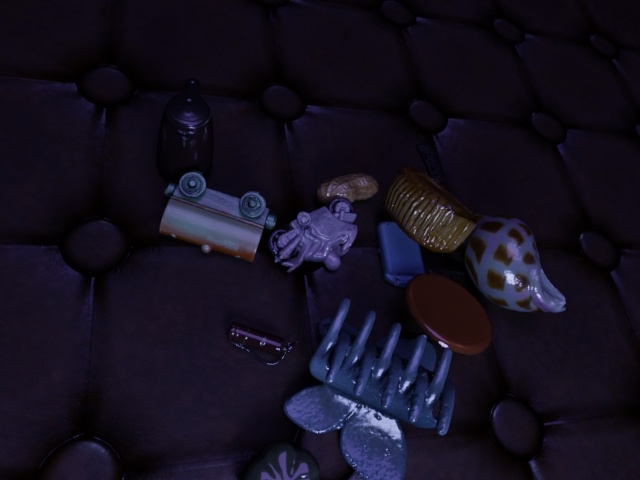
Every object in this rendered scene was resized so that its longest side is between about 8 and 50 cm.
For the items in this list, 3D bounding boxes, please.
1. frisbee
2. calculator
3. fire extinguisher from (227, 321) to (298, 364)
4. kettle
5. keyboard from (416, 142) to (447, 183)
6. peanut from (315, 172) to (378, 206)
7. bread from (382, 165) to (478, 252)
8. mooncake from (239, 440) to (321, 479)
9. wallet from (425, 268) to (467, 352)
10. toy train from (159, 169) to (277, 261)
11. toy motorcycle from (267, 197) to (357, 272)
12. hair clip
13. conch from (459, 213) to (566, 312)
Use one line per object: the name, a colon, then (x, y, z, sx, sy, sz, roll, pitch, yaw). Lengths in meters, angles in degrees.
frisbee: (0.323, 0.177, 1.298, 0.250, 0.021, 0.251, 17, 39, -15)
calculator: (0.220, 0.029, 1.427, 0.120, 0.039, 0.211, 4, 60, -19)
fire extinguisher: (-0.138, 0.239, 1.195, 0.157, 0.045, 0.078, 20, 86, -8)
kettle: (-0.328, -0.274, 1.302, 0.143, 0.232, 0.202, 12, 58, -12)
keyboard: (0.352, -0.243, 1.638, 0.053, 0.010, 0.155, -9, 65, -24)
peanut: (0.078, -0.143, 1.446, 0.194, 0.093, 0.083, -14, 106, -22)
bread: (0.288, -0.084, 1.405, 0.227, 0.143, 0.253, 6, 32, -40)
mooncake: (-0.076, 0.492, 1.039, 0.174, 0.104, 0.169, 12, 65, -7)
wallet: (0.351, 0.186, 1.380, 0.124, 0.042, 0.230, 4, 56, -16)
toy train: (-0.257, -0.052, 1.283, 0.285, 0.116, 0.177, 19, 70, -8)
toy motorcycle: (0.000, 0.000, 1.339, 0.260, 0.110, 0.171, -29, 87, -24)
hair clip: (0.119, 0.299, 1.131, 0.318, 0.238, 0.392, 27, 58, 1)
conch: (0.502, 0.051, 1.421, 0.249, 0.197, 0.368, 28, 41, -46)
